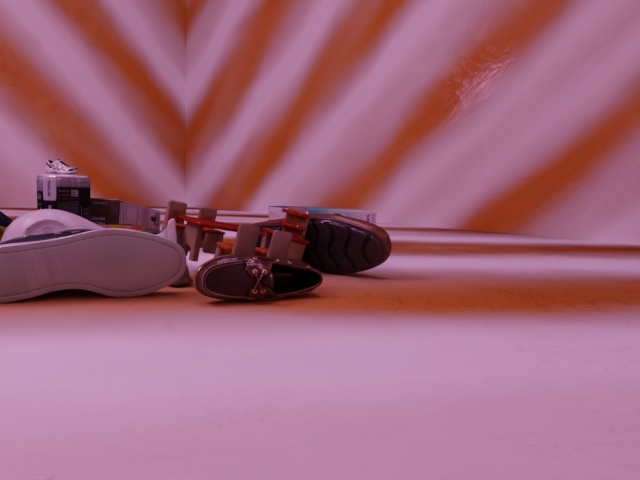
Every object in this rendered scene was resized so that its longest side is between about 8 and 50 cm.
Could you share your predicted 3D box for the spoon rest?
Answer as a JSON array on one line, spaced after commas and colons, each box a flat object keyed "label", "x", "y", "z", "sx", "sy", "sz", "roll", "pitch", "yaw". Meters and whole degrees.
[{"label": "spoon rest", "x": -0.399, "y": 0.007, "z": 0.772, "sx": 0.277, "sy": 0.137, "sz": 0.084, "roll": -3, "pitch": -18, "yaw": -19}]

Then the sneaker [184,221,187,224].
[{"label": "sneaker", "x": -0.419, "y": -0.034, "z": 1.362, "sx": 0.191, "sy": 0.082, "sz": 0.071, "roll": 7, "pitch": 6, "yaw": 29}]

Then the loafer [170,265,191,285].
[{"label": "loafer", "x": -0.284, "y": 0.048, "z": 0.813, "sx": 0.148, "sy": 0.050, "sz": 0.056, "roll": 9, "pitch": 9, "yaw": 43}]

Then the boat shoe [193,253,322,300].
[{"label": "boat shoe", "x": -0.092, "y": 0.058, "z": 0.697, "sx": 0.207, "sy": 0.073, "sz": 0.073, "roll": -3, "pitch": 6, "yaw": -36}]

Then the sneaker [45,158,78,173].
[{"label": "sneaker", "x": -0.637, "y": -0.182, "z": 1.077, "sx": 0.083, "sy": 0.036, "sz": 0.032, "roll": 4, "pitch": 4, "yaw": 3}]

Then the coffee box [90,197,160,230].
[{"label": "coffee box", "x": -0.589, "y": -0.058, "z": 1.280, "sx": 0.141, "sy": 0.098, "sz": 0.246, "roll": 2, "pitch": -3, "yaw": 6}]

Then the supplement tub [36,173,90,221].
[{"label": "supplement tub", "x": -0.639, "y": -0.069, "z": 1.096, "sx": 0.117, "sy": 0.190, "sz": 0.117, "roll": 2, "pitch": 5, "yaw": 0}]

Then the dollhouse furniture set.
[{"label": "dollhouse furniture set", "x": -0.148, "y": -0.019, "z": 0.869, "sx": 0.262, "sy": 0.135, "sz": 0.259, "roll": 17, "pitch": 5, "yaw": 43}]

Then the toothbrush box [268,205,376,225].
[{"label": "toothbrush box", "x": 0.002, "y": -0.047, "z": 1.426, "sx": 0.296, "sy": 0.126, "sz": 0.216, "roll": -2, "pitch": 7, "yaw": -27}]

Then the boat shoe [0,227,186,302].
[{"label": "boat shoe", "x": -0.367, "y": 0.029, "z": 0.680, "sx": 0.303, "sy": 0.114, "sz": 0.091, "roll": 1, "pitch": 12, "yaw": -19}]

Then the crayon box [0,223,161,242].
[{"label": "crayon box", "x": -0.501, "y": 0.015, "z": 0.894, "sx": 0.202, "sy": 0.081, "sz": 0.319, "roll": 9, "pitch": 10, "yaw": 42}]

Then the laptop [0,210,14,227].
[{"label": "laptop", "x": -1.232, "y": -0.096, "z": 1.359, "sx": 0.382, "sy": 0.236, "sz": 0.408, "roll": 7, "pitch": 21, "yaw": 38}]

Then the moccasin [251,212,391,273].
[{"label": "moccasin", "x": 0.001, "y": 0.003, "z": 1.025, "sx": 0.380, "sy": 0.139, "sz": 0.147, "roll": -4, "pitch": 9, "yaw": 42}]
